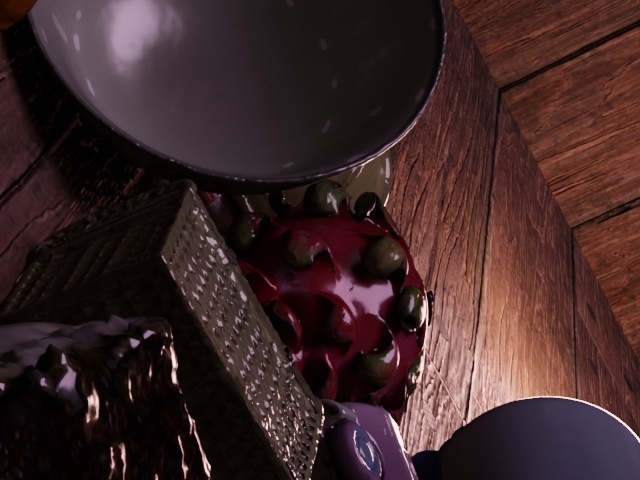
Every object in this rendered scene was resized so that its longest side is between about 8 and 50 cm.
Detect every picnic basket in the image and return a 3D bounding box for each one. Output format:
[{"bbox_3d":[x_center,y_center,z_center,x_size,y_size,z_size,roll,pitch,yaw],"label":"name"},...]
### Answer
[{"bbox_3d":[-0.099,0.079,1.245,0.196,0.134,0.154,60,19,-17],"label":"picnic basket"}]

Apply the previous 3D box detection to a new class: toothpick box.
[{"bbox_3d":[0.209,0.297,1.782,0.263,0.263,0.355,56,17,-29],"label":"toothpick box"}]

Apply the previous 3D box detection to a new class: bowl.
[{"bbox_3d":[-0.083,-0.150,1.509,0.157,0.337,0.337,118,-40,-55],"label":"bowl"}]

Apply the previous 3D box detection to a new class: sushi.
[{"bbox_3d":[-0.171,0.139,0.859,0.343,0.196,0.182,-19,103,-70],"label":"sushi"}]

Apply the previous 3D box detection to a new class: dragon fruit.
[{"bbox_3d":[-0.001,0.073,1.519,0.218,0.198,0.273,41,-21,27],"label":"dragon fruit"}]

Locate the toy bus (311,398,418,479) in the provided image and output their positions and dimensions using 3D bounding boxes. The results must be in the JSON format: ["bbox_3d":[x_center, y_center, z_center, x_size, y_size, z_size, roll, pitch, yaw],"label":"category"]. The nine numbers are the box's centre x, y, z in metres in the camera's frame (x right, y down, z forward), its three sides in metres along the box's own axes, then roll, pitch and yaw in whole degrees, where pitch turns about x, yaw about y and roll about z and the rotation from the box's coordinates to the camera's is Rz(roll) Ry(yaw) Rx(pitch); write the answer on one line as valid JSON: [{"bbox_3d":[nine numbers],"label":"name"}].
[{"bbox_3d":[0.015,0.231,1.372,0.142,0.142,0.202,33,34,-62],"label":"toy bus"}]

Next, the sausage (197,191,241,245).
[{"bbox_3d":[-0.074,-0.005,1.655,0.223,0.029,0.029,57,17,-28],"label":"sausage"}]

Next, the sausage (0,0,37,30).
[{"bbox_3d":[-0.265,-0.252,1.289,0.238,0.098,0.098,56,17,-33],"label":"sausage"}]

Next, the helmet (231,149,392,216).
[{"bbox_3d":[-0.012,-0.086,1.719,0.204,0.137,0.257,47,15,-55],"label":"helmet"}]
